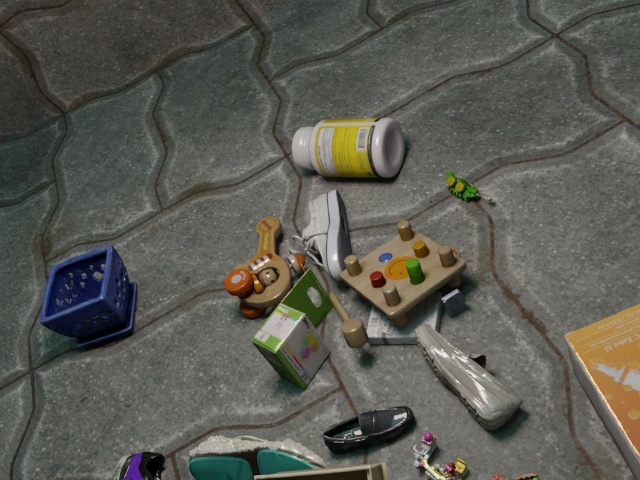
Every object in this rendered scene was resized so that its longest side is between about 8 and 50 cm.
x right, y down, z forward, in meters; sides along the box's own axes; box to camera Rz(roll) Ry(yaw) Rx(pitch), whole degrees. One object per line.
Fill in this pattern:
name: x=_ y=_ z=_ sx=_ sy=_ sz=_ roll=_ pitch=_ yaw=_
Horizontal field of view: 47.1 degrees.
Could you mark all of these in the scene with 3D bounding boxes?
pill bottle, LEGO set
pill bottle: x=0.085 y=-0.296 z=2.355 sx=0.334 sy=0.188 sz=0.188 roll=4 pitch=54 yaw=31
LEGO set: x=0.316 y=0.501 z=1.565 sx=0.287 sy=0.107 sz=0.132 roll=10 pitch=57 yaw=35

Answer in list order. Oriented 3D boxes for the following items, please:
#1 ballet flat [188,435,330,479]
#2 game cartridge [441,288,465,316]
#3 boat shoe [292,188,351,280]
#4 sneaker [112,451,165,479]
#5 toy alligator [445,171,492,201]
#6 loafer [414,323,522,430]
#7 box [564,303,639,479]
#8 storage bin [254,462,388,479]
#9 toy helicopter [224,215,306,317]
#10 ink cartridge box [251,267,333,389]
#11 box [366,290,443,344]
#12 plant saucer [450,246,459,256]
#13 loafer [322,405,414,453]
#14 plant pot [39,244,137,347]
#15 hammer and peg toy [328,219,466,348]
ballet flat: x=-0.134 y=0.526 z=1.779 sx=0.409 sy=0.147 sz=0.147 roll=-1 pitch=51 yaw=26
game cartridge: x=0.343 y=0.158 z=1.879 sx=0.056 sy=0.083 sz=0.017 roll=-28 pitch=48 yaw=1
boat shoe: x=-0.003 y=-0.007 z=2.180 sx=0.156 sy=0.136 sz=0.367 roll=-18 pitch=42 yaw=13
sneaker: x=-0.447 y=0.658 z=1.839 sx=0.146 sy=0.102 sz=0.293 roll=-18 pitch=45 yaw=13
toy alligator: x=0.421 y=-0.140 z=2.135 sx=0.190 sy=0.056 sz=0.051 roll=43 pitch=120 yaw=44
loafer: x=0.341 y=0.305 z=1.736 sx=0.111 sy=0.112 sz=0.319 roll=-33 pitch=51 yaw=-10
box: x=0.679 y=0.321 z=1.488 sx=0.215 sy=0.168 sz=0.345 roll=-25 pitch=44 yaw=6
storage bin: x=0.016 y=0.612 z=1.547 sx=0.262 sy=0.123 sz=0.260 roll=-12 pitch=77 yaw=19
toy helicopter: x=-0.146 y=0.053 z=2.205 sx=0.235 sy=0.140 sz=0.355 roll=-15 pitch=43 yaw=14
ink cartridge box: x=-0.039 y=0.230 z=1.943 sx=0.097 sy=0.189 sz=0.255 roll=20 pitch=62 yaw=40
box: x=0.222 y=0.204 z=1.936 sx=0.186 sy=0.038 sz=0.145 roll=-6 pitch=48 yaw=25
plant saucer: x=0.343 y=0.054 z=2.024 sx=0.083 sy=0.013 sz=0.083 roll=-16 pitch=45 yaw=16
loafer: x=0.113 y=0.445 z=1.746 sx=0.223 sy=0.078 sz=0.076 roll=-22 pitch=45 yaw=9
plant pot: x=-0.714 y=0.192 z=2.327 sx=0.236 sy=0.212 sz=0.236 roll=-20 pitch=44 yaw=12
hammer and peg toy: x=0.167 y=0.105 z=1.932 sx=0.361 sy=0.127 sz=0.266 roll=-33 pitch=36 yaw=-14
